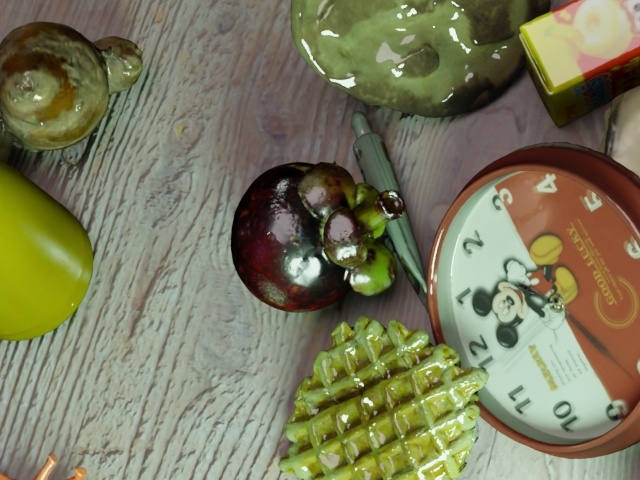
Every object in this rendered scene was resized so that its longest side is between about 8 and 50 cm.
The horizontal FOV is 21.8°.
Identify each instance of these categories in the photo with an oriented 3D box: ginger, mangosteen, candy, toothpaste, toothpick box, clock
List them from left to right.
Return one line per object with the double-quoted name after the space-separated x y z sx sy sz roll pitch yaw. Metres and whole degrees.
-0.379 -0.006 1.842 0.175 0.271 0.175 -6 67 15 "toothpick box"
-0.385 -0.154 1.947 0.375 0.256 0.176 -20 91 -7 "ginger"
-0.006 0.002 1.783 0.184 0.172 0.172 24 77 21 "mangosteen"
0.079 -0.038 1.833 0.037 0.067 0.255 -18 62 -3 "toothpaste"
0.240 0.061 1.658 0.318 0.080 0.319 12 108 42 "clock"
0.354 -0.231 1.771 0.276 0.146 0.088 -25 76 5 "candy"

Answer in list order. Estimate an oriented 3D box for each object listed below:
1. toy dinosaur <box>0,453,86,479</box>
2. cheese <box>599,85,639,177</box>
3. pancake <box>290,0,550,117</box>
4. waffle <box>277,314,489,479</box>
-0.307 0.279 1.826 0.101 0.055 0.279 -48 64 20 "toy dinosaur"
0.391 -0.044 1.702 0.233 0.127 0.266 3 72 15 "cheese"
0.113 -0.272 1.827 0.294 0.049 0.295 -3 104 -12 "pancake"
0.063 0.188 1.726 0.207 0.054 0.214 23 98 31 "waffle"
